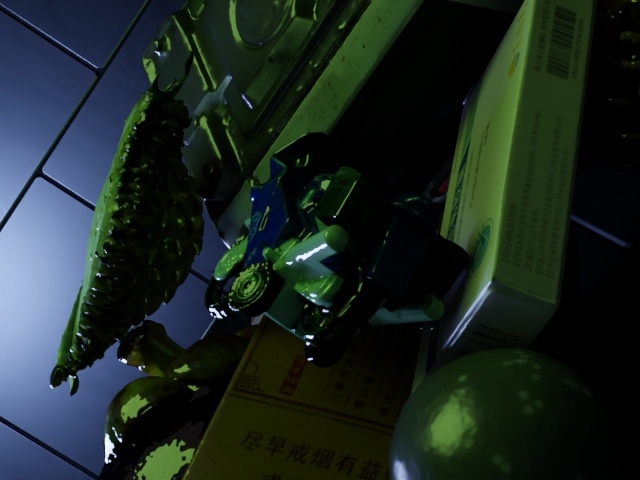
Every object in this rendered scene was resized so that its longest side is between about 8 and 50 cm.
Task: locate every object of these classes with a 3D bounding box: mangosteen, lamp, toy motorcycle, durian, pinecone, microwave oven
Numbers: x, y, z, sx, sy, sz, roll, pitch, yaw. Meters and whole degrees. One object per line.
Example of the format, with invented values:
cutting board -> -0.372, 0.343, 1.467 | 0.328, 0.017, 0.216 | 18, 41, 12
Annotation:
mangosteen -> -0.085, 0.256, 1.684 | 0.330, 0.330, 0.330 | -54, 10, 14
lamp -> 0.136, 0.235, 1.232 | 0.182, 0.182, 0.314 | 141, 139, -61
toy motorcycle -> 0.000, 0.000, 1.416 | 0.196, 0.125, 0.331 | -59, 22, -10
durian -> -0.179, -0.013, 1.656 | 0.375, 0.106, 0.132 | -68, 19, 8
pinecone -> 0.321, -0.147, 1.449 | 0.185, 0.168, 0.212 | 14, 84, 65
microwave oven -> 0.025, -0.212, 1.690 | 0.394, 0.247, 0.333 | -53, 45, 31

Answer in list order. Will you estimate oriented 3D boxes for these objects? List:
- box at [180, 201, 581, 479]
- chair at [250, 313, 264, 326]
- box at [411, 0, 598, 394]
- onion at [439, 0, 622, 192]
box -> 0.059, 0.147, 1.488 | 0.116, 0.264, 0.415 | 75, -148, -49
chair -> 0.007, 0.129, 2.052 | 0.176, 0.183, 0.326 | -53, 9, 25
box -> 0.160, -0.040, 1.413 | 0.200, 0.065, 0.343 | 116, 170, -53
onion -> 0.204, -0.197, 1.837 | 0.347, 0.285, 0.347 | -36, 16, 12
